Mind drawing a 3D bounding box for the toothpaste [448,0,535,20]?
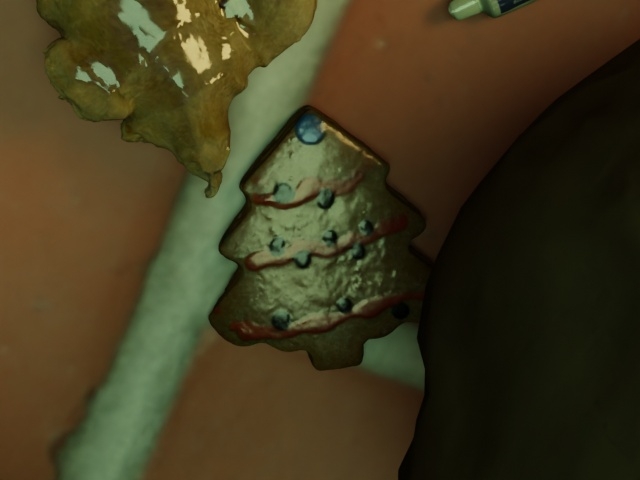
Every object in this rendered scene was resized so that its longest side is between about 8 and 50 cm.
[{"bbox_3d":[0.123,-0.136,0.816,0.140,0.021,0.037,-26,104,0],"label":"toothpaste"}]

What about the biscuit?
[{"bbox_3d":[0.000,0.000,0.840,0.119,0.019,0.130,-10,105,-3],"label":"biscuit"}]

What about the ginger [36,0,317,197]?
[{"bbox_3d":[-0.091,-0.127,0.778,0.214,0.059,0.133,40,93,-15],"label":"ginger"}]

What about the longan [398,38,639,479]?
[{"bbox_3d":[0.253,0.088,0.698,0.436,0.404,0.404,8,104,1],"label":"longan"}]
